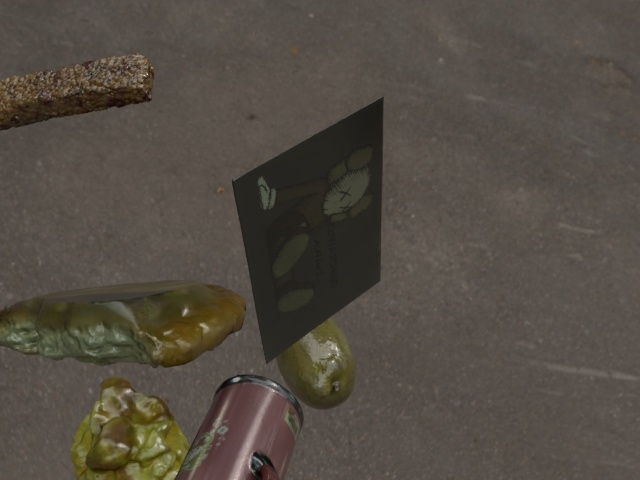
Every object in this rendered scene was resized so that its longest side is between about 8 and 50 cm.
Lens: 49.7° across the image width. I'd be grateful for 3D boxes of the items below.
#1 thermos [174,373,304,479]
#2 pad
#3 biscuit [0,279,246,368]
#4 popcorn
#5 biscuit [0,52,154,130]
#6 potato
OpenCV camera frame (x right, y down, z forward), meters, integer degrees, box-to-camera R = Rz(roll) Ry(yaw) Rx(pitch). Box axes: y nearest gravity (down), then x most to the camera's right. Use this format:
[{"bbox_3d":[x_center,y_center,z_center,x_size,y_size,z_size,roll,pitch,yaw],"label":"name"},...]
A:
[{"bbox_3d":[-0.095,0.282,0.666,0.136,0.110,0.330,-5,30,18],"label":"thermos"},{"bbox_3d":[0.000,0.000,0.502,0.127,0.190,0.004,-34,53,-26],"label":"pad"},{"bbox_3d":[-0.263,0.097,0.870,0.334,0.329,0.078,-5,95,1],"label":"biscuit"},{"bbox_3d":[-0.352,0.378,1.265,0.205,0.237,0.252,-17,93,-19],"label":"popcorn"},{"bbox_3d":[-0.286,-0.169,0.784,0.198,0.034,0.064,-9,51,7],"label":"biscuit"},{"bbox_3d":[-0.009,0.233,1.343,0.174,0.159,0.251,34,6,-27],"label":"potato"}]
